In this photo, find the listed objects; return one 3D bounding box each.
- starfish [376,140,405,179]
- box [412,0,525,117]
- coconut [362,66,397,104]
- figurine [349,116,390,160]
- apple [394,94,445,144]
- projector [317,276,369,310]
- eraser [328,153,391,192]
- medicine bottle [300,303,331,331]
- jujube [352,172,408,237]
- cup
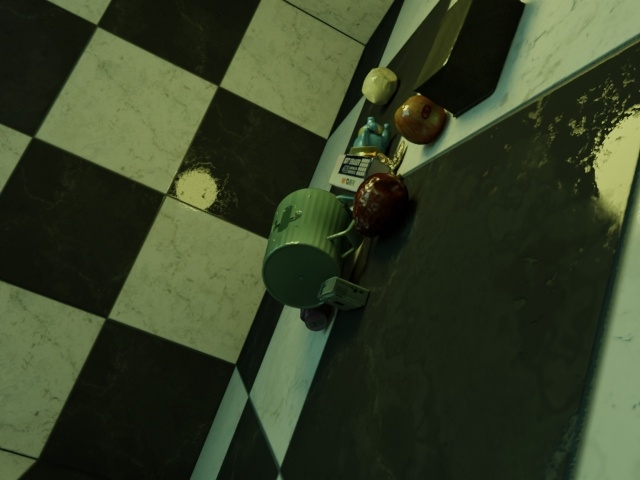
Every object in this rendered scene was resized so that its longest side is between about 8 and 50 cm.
[{"bbox_3d":[0.226,-0.244,1.489,0.236,0.062,0.277,-66,19,-5],"label":"starfish"},{"bbox_3d":[0.377,-0.491,1.093,0.274,0.143,0.184,-67,11,-9],"label":"box"},{"bbox_3d":[0.275,-0.720,1.996,0.162,0.160,0.161,124,165,-47],"label":"coconut"},{"bbox_3d":[0.198,-0.390,1.689,0.180,0.153,0.262,121,161,-67],"label":"figurine"},{"bbox_3d":[0.290,-0.359,1.252,0.147,0.130,0.146,-59,8,14],"label":"apple"},{"bbox_3d":[0.063,0.165,1.276,0.061,0.115,0.147,-69,11,-20],"label":"projector"},{"bbox_3d":[0.129,-0.231,1.500,0.131,0.086,0.287,-67,25,3],"label":"eraser"},{"bbox_3d":[-0.016,0.242,1.538,0.188,0.094,0.119,-93,27,-66],"label":"medicine bottle"},{"bbox_3d":[0.171,-0.094,1.256,0.237,0.167,0.168,103,-177,-60],"label":"jujube"},{"bbox_3d":[-0.023,-0.010,1.492,0.401,0.309,0.392,-58,11,28],"label":"cup"}]
